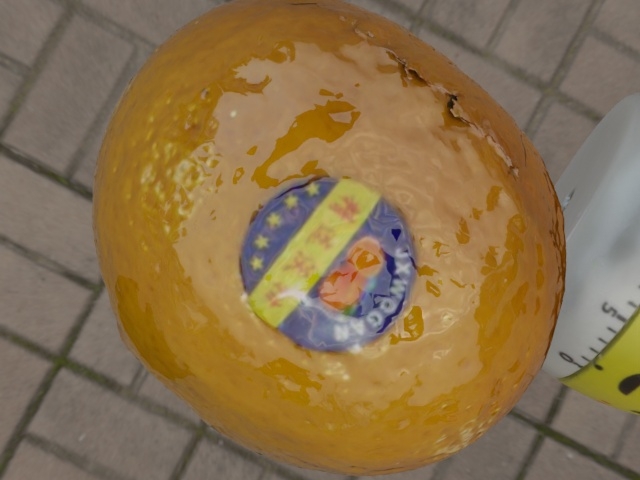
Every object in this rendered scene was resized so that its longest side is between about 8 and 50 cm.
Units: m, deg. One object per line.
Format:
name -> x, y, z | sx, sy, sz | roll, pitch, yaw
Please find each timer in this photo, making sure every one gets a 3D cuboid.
timer -> 0.315, 0.034, 0.975 | 0.285, 0.285, 0.285 | 0, 88, -6

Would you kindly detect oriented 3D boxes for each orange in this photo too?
orange -> 0.003, 0.000, 0.527 | 0.219, 0.219, 0.193 | 37, 105, -3
